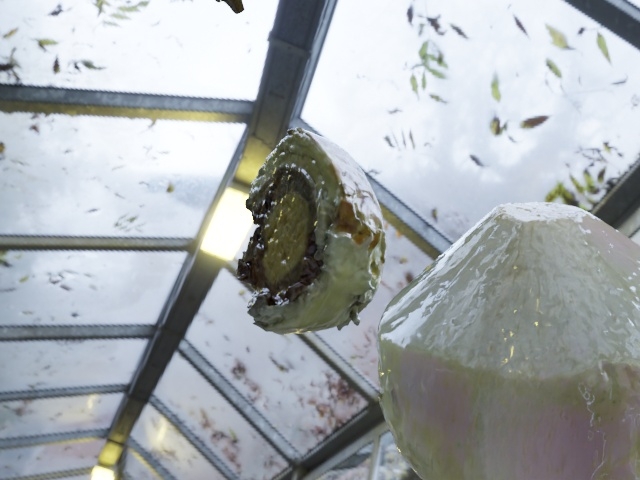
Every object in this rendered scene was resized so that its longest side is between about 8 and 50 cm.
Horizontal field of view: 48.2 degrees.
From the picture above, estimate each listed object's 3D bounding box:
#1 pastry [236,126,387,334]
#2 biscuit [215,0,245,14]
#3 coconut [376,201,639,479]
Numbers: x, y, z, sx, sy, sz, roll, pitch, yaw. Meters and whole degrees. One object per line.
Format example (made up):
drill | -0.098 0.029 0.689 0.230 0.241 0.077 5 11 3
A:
pastry | 0.001 -0.009 0.945 0.170 0.256 0.236 16 -66 -27
biscuit | -0.206 -0.532 1.359 0.215 0.034 0.182 57 -16 -22
coconut | 0.155 0.088 0.491 0.237 0.237 0.197 37 -6 -25
